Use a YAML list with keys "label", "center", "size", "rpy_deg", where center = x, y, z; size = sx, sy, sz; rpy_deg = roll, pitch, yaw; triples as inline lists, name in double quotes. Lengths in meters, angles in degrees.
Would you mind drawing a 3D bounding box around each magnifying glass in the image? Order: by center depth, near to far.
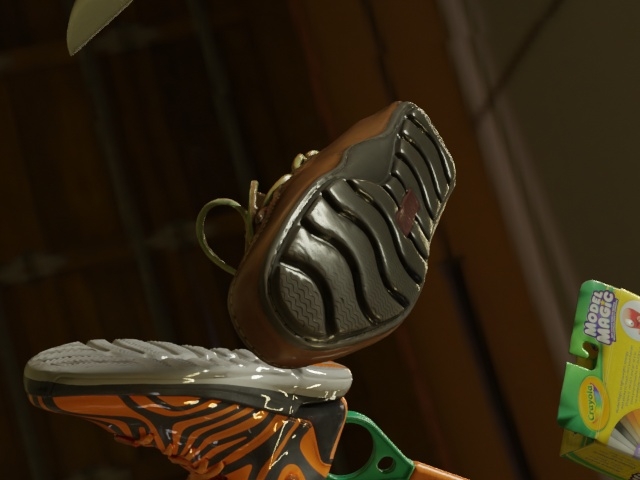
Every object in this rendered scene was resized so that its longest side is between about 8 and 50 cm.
- label: "magnifying glass"
  center: [0.086, 0.271, 2.269]
  size: [0.092, 0.231, 0.026]
  rpy_deg: [-66, -160, 10]

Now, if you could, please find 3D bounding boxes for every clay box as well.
- label: "clay box"
  center: [0.266, 0.126, 1.410]
  size: [0.053, 0.222, 0.127]
  rpy_deg: [-36, -146, 57]

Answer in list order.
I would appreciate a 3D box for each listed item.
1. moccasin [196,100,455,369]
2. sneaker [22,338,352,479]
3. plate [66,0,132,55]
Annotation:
- label: "moccasin"
  center: [-0.002, -0.003, 1.461]
  size: [0.139, 0.147, 0.380]
  rpy_deg: [56, 23, -17]
- label: "sneaker"
  center: [-0.115, 0.186, 1.653]
  size: [0.124, 0.321, 0.180]
  rpy_deg: [19, -80, 58]
- label: "plate"
  center: [-0.131, -0.327, 1.797]
  size: [0.045, 0.277, 0.278]
  rpy_deg: [40, -35, -13]
